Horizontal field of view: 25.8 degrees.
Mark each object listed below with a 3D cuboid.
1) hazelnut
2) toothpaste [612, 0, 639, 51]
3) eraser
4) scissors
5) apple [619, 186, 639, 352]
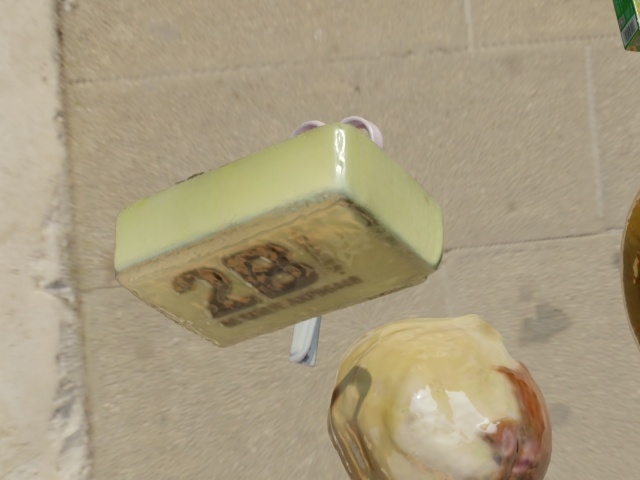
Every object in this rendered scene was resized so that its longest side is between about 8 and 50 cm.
[{"bbox_3d":[0.130,0.193,1.501,0.261,0.261,0.241,21,88,3],"label":"hazelnut"},{"bbox_3d":[0.369,-0.306,1.662,0.037,0.043,0.178,2,59,-13],"label":"toothpaste"},{"bbox_3d":[-0.025,0.002,0.841,0.172,0.117,0.058,-20,51,28],"label":"eraser"},{"bbox_3d":[0.000,0.000,1.334,0.118,0.030,0.242,-4,73,42],"label":"scissors"},{"bbox_3d":[0.504,0.047,1.515,0.334,0.400,0.400,-17,86,2],"label":"apple"}]
